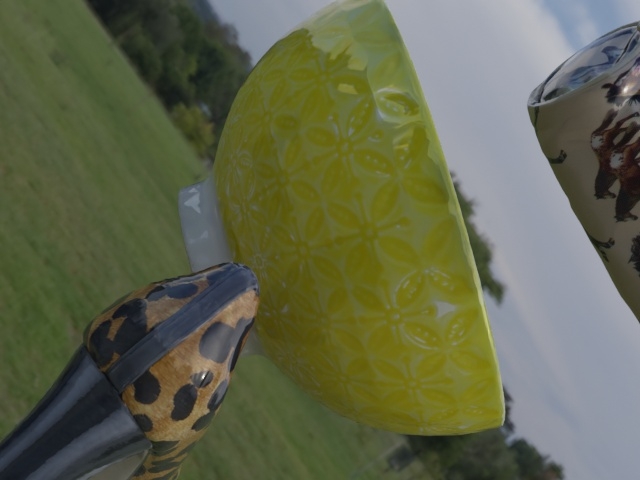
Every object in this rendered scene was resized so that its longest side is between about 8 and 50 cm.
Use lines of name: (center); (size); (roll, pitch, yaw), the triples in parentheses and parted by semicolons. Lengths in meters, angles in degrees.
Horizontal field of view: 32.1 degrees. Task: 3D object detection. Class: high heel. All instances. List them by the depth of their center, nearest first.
high heel: (-0.073, 0.073, 0.589); (0.093, 0.186, 0.261); (51, 12, 5)

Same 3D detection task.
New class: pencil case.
pencil case: (0.375, -0.033, 1.184); (0.410, 0.183, 0.160); (59, 32, -10)

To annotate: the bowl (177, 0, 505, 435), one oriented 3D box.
bowl: (0.000, 0.000, 0.710); (0.289, 0.156, 0.289); (-17, 90, -88)
